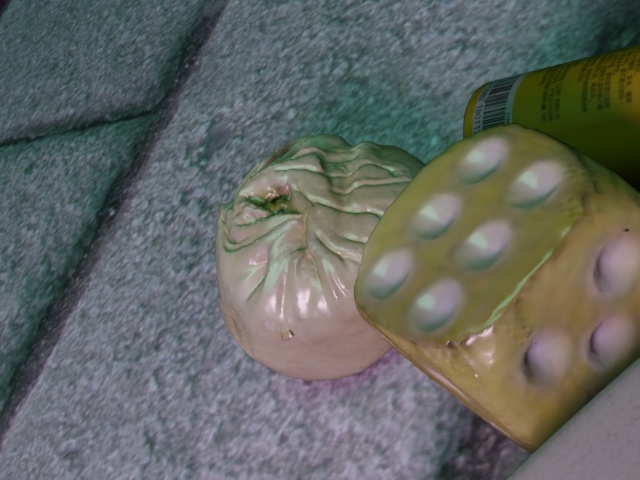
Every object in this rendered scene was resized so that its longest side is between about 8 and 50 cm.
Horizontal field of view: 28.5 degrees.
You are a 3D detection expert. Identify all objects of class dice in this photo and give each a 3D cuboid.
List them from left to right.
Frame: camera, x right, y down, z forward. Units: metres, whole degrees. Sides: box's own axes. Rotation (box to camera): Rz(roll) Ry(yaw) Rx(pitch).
[{"bbox_3d":[0.140,0.036,0.847,0.169,0.169,0.166,-52,35,-4],"label":"dice"}]

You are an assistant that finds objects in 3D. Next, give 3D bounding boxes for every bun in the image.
[{"bbox_3d":[0.000,0.000,1.064,0.229,0.145,0.229,-32,35,26],"label":"bun"}]

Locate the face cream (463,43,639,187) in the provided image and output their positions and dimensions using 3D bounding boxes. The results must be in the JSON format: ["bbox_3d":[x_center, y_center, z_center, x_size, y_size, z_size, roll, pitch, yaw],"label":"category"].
[{"bbox_3d":[0.269,-0.097,0.891,0.348,0.105,0.105,-10,50,42],"label":"face cream"}]

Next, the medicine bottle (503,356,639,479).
[{"bbox_3d":[0.224,0.171,0.666,0.375,0.123,0.282,-43,37,7],"label":"medicine bottle"}]
